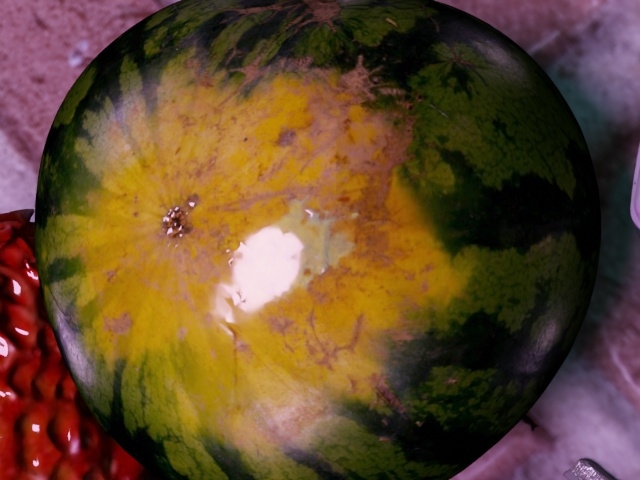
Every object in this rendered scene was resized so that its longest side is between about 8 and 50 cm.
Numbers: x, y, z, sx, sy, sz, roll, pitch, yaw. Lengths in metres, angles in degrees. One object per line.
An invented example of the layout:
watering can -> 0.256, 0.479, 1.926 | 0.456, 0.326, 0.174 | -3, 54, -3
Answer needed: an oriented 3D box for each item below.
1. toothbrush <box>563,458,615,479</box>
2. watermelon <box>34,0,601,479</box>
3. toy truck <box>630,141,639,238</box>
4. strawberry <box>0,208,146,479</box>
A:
toothbrush -> 0.209, 0.181, 0.515 | 0.194, 0.014, 0.017 | 40, 103, 19
watermelon -> -0.002, 0.002, 0.480 | 0.268, 0.269, 0.269 | 0, 91, 24
toy truck -> 0.265, -0.026, 0.410 | 0.267, 0.155, 0.125 | 12, 96, 24
strawberry -> -0.193, 0.110, 0.601 | 0.205, 0.205, 0.245 | -28, 91, 22
